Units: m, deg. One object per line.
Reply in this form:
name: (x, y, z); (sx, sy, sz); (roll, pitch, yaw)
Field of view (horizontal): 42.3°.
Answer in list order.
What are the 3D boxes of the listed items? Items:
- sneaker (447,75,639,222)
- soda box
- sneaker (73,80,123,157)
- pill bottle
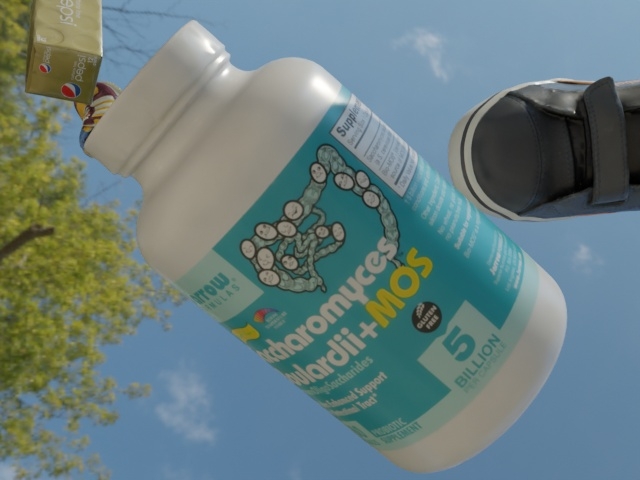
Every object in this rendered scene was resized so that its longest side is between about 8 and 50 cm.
sneaker: (0.268, -0.084, 0.705); (0.127, 0.321, 0.126); (-6, -90, 64)
soda box: (-0.243, -0.212, 0.785); (0.058, 0.061, 0.181); (119, -31, -41)
sneaker: (-0.278, -0.149, 1.045); (0.185, 0.084, 0.070); (32, -50, 36)
pill bottle: (0.000, 0.000, 0.468); (0.264, 0.146, 0.146); (40, -75, -11)
